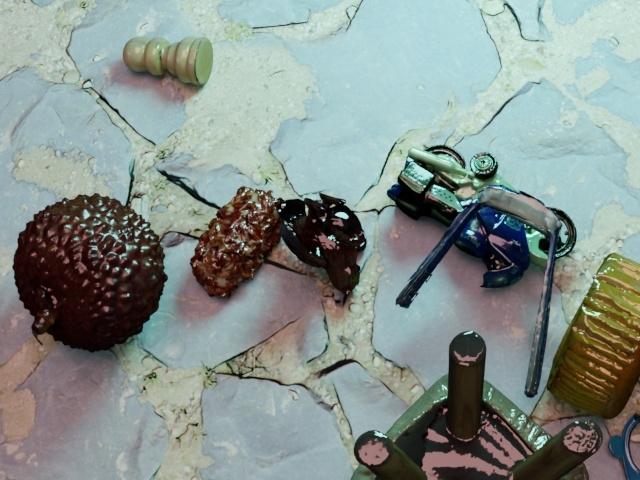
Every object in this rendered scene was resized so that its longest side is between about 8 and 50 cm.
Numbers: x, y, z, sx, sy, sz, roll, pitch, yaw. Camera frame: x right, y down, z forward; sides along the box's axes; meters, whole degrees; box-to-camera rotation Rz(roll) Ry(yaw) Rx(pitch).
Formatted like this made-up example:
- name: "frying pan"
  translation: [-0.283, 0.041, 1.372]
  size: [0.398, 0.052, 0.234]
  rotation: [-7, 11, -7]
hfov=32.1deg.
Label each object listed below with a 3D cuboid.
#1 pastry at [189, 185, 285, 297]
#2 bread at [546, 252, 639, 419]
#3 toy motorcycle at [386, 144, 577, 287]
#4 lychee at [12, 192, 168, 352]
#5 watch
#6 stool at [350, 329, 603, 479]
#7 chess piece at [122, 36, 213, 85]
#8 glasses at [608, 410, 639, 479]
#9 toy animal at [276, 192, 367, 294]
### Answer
- name: "pastry"
  translation: [-0.146, 0.000, 1.962]
  size: [0.115, 0.097, 0.208]
  rotation: [30, 71, 28]
- name: "bread"
  translation: [0.459, 0.151, 1.752]
  size: [0.142, 0.253, 0.227]
  rotation: [31, 57, 14]
- name: "toy motorcycle"
  translation: [0.272, -0.037, 1.935]
  size: [0.331, 0.125, 0.196]
  rotation: [32, 71, 14]
- name: "lychee"
  translation: [-0.388, 0.056, 1.859]
  size: [0.264, 0.264, 0.300]
  rotation: [19, 43, 13]
- name: "watch"
  translation: [0.309, 0.069, 1.813]
  size: [0.276, 0.068, 0.274]
  rotation: [35, 88, 12]
- name: "stool"
  translation: [0.227, 0.348, 1.688]
  size: [0.310, 0.226, 0.310]
  rotation: [38, 72, 22]
- name: "chess piece"
  translation: [-0.302, -0.355, 2.152]
  size: [0.171, 0.094, 0.094]
  rotation: [9, 65, 12]
- name: "glasses"
  translation: [0.570, 0.354, 1.703]
  size: [0.102, 0.207, 0.239]
  rotation: [6, 60, -34]
- name: "toy animal"
  translation: [0.004, 0.008, 1.939]
  size: [0.116, 0.218, 0.179]
  rotation: [-10, 98, 30]
